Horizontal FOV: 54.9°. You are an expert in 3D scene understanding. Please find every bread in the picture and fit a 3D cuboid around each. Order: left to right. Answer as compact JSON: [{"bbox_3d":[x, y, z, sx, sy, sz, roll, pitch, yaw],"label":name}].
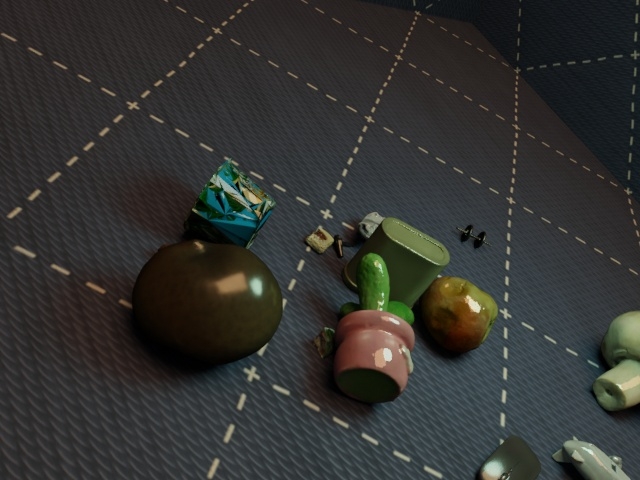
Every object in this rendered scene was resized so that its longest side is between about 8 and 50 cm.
[{"bbox_3d":[0.000,0.000,1.918,0.070,0.035,0.083,43,38,10],"label":"bread"}]

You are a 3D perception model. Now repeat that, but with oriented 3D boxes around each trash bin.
[{"bbox_3d":[0.222,0.077,1.822,0.243,0.247,0.121,30,42,-6],"label":"trash bin"}]

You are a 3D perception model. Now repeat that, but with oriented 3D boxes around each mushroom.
[{"bbox_3d":[1.078,0.393,1.996,0.353,0.325,0.353,20,48,-23],"label":"mushroom"}]

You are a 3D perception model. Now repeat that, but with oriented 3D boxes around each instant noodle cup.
[{"bbox_3d":[-0.240,-0.081,1.702,0.178,0.240,0.240,33,40,-2],"label":"instant noodle cup"}]

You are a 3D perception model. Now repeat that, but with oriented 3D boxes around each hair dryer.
[{"bbox_3d":[0.080,0.022,1.959,0.083,0.031,0.079,9,56,-36],"label":"hair dryer"}]

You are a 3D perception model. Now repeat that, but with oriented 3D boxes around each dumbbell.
[{"bbox_3d":[0.564,-0.015,2.267,0.147,0.069,0.069,26,41,-9],"label":"dumbbell"}]

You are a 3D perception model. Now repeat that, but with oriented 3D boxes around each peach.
[{"bbox_3d":[0.406,0.212,1.851,0.235,0.214,0.214,40,39,25],"label":"peach"}]

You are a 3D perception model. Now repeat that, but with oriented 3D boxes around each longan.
[{"bbox_3d":[-0.261,0.145,1.437,0.350,0.288,0.288,13,43,-6],"label":"longan"}]

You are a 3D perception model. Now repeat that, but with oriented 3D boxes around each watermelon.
[{"bbox_3d":[0.010,0.270,1.660,0.061,0.085,0.085,5,39,13],"label":"watermelon"}]

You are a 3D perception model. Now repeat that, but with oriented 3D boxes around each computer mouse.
[{"bbox_3d":[0.505,0.600,1.629,0.232,0.057,0.120,-18,61,-43],"label":"computer mouse"}]

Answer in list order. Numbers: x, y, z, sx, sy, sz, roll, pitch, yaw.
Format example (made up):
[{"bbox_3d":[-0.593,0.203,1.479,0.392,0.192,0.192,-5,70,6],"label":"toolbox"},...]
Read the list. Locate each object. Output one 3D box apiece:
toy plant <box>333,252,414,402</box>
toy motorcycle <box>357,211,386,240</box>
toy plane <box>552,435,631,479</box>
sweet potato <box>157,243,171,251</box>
[{"bbox_3d":[0.154,0.256,1.653,0.317,0.211,0.356,56,26,-37],"label":"toy plant"},{"bbox_3d":[0.226,-0.022,2.039,0.260,0.110,0.171,17,31,-25],"label":"toy motorcycle"},{"bbox_3d":[0.771,0.652,1.711,0.245,0.117,0.244,34,23,-17],"label":"toy plane"},{"bbox_3d":[-0.380,0.057,1.608,0.049,0.049,0.117,-22,68,-44],"label":"sweet potato"}]
